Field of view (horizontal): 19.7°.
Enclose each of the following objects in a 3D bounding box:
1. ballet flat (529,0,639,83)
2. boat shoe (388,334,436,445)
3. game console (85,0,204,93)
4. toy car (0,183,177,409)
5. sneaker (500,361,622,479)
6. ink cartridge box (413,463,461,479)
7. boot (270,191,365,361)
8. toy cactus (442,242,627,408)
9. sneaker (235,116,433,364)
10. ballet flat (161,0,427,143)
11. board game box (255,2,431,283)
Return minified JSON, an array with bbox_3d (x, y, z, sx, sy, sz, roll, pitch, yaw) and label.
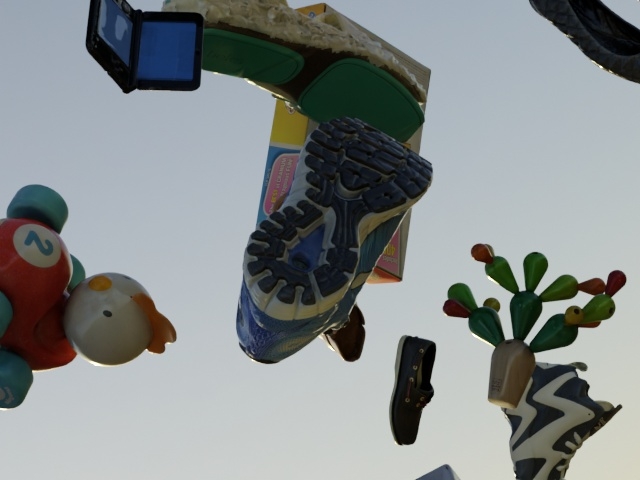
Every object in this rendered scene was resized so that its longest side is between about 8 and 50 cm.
[{"bbox_3d":[0.264,-0.201,1.729,0.057,0.173,0.049,-37,-23,-36],"label":"ballet flat"},{"bbox_3d":[0.109,0.178,2.163,0.049,0.042,0.133,-6,-76,-60],"label":"boat shoe"},{"bbox_3d":[-0.177,-0.212,1.869,0.071,0.122,0.107,-23,-48,21],"label":"game console"},{"bbox_3d":[-0.283,0.074,2.199,0.219,0.238,0.210,-68,-23,-45],"label":"toy car"},{"bbox_3d":[0.319,0.262,2.365,0.153,0.235,0.094,-13,-15,8],"label":"sneaker"},{"bbox_3d":[0.095,0.350,1.552,0.201,0.117,0.278,-29,-56,11],"label":"ink cartridge box"},{"bbox_3d":[0.005,0.044,2.292,0.073,0.152,0.197,-23,-56,-10],"label":"boot"},{"bbox_3d":[0.222,0.093,2.039,0.112,0.219,0.180,41,-120,-56],"label":"toy cactus"},{"bbox_3d":[0.000,0.000,1.795,0.330,0.130,0.147,-50,-11,-47],"label":"sneaker"},{"bbox_3d":[-0.024,-0.243,2.274,0.409,0.147,0.147,21,-57,-40],"label":"ballet flat"},{"bbox_3d":[0.036,-0.126,2.488,0.064,0.316,0.242,-6,-23,40],"label":"board game box"}]
